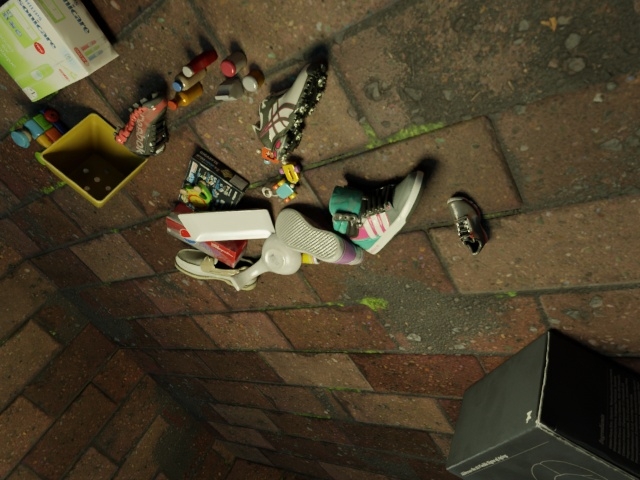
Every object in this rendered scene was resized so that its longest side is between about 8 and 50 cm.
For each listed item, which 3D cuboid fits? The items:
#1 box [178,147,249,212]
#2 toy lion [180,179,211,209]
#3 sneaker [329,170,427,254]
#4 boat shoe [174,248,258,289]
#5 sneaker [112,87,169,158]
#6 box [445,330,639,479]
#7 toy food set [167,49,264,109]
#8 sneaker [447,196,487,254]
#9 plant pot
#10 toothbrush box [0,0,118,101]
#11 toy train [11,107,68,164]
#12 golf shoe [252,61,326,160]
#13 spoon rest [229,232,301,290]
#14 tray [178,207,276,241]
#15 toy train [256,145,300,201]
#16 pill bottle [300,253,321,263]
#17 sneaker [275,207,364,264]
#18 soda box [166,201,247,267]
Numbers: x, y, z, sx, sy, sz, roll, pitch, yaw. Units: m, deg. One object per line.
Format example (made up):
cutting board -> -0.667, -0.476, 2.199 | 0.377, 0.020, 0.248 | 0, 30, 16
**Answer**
box -> -0.327, -0.146, 1.380 | 0.175, 0.051, 0.220 | 35, 140, -3
toy lion -> -0.361, -0.129, 1.357 | 0.100, 0.034, 0.096 | -4, 135, 36
sneaker -> 0.117, -0.091, 1.105 | 0.178, 0.123, 0.295 | 25, 142, -6
boat shoe -> -0.360, 0.077, 1.589 | 0.302, 0.113, 0.103 | 14, 134, 3
sneaker -> -0.472, -0.312, 1.270 | 0.135, 0.097, 0.276 | 47, 140, -16
box -> 0.687, 0.569, 1.262 | 0.472, 0.297, 0.480 | 27, 140, 4
toy food set -> -0.258, -0.370, 1.067 | 0.232, 0.104, 0.111 | 7, 134, 27
sneaker -> 0.341, -0.031, 1.057 | 0.061, 0.065, 0.158 | -17, 120, 42
plant pot -> -0.705, -0.226, 1.438 | 0.212, 0.212, 0.187 | 41, 152, -10
toothbrush box -> -0.689, -0.497, 1.148 | 0.283, 0.122, 0.206 | -5, 131, 32
toy train -> -0.864, -0.295, 1.502 | 0.105, 0.143, 0.248 | -17, 120, 43
golf shoe -> -0.080, -0.299, 1.032 | 0.120, 0.105, 0.273 | 40, 140, 2
spoon rest -> -0.169, 0.071, 1.445 | 0.276, 0.084, 0.137 | -29, 94, 32
tray -> -0.277, -0.053, 1.386 | 0.270, 0.030, 0.145 | -3, 145, 7
toy train -> -0.105, -0.182, 1.210 | 0.125, 0.046, 0.166 | 21, 136, 15
pill bottle -> -0.039, 0.048, 1.398 | 0.083, 0.043, 0.043 | 2, 131, 31
sneaker -> 0.000, 0.001, 1.284 | 0.161, 0.102, 0.282 | 14, -166, -48
soda box -> -0.375, -0.019, 1.514 | 0.263, 0.083, 0.092 | 27, 141, 6
